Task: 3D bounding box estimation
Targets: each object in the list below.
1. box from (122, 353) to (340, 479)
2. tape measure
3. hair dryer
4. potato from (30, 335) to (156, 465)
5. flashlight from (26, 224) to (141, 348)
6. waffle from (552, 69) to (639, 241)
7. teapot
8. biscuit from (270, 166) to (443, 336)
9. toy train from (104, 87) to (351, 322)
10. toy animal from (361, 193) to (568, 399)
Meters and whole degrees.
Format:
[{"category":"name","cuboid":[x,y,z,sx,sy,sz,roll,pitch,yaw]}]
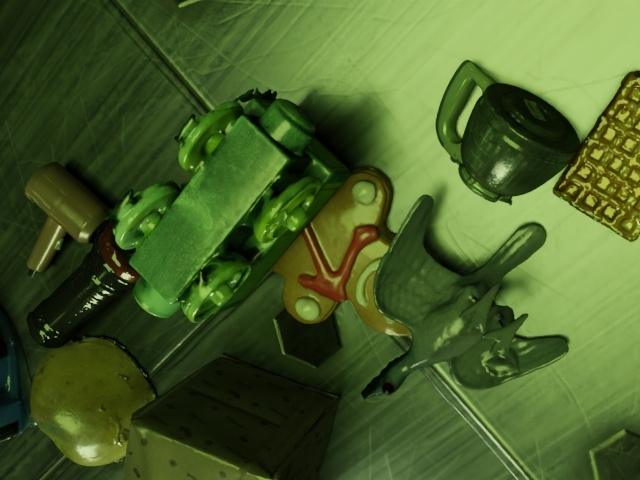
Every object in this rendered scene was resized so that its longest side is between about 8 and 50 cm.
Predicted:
[{"category":"box","cuboid":[-0.119,0.331,0.927,0.190,0.225,0.297,18,107,17]},{"category":"tape measure","cuboid":[-0.590,0.194,1.134,0.259,0.138,0.262,-2,102,21]},{"category":"hair dryer","cuboid":[-0.371,-0.009,1.044,0.117,0.064,0.182,41,122,7]},{"category":"potato","cuboid":[-0.347,0.240,1.061,0.202,0.117,0.182,48,118,4]},{"category":"flashlight","cuboid":[-0.319,0.070,1.028,0.232,0.093,0.093,-39,87,30]},{"category":"waffle","cuboid":[0.316,-0.085,0.750,0.102,0.042,0.148,32,112,10]},{"category":"teapot","cuboid":[0.178,-0.102,0.769,0.149,0.111,0.108,35,127,5]},{"category":"biscuit","cuboid":[0.000,0.000,0.898,0.339,0.047,0.216,36,114,11]},{"category":"toy train","cuboid":[-0.095,-0.034,0.803,0.159,0.188,0.272,44,107,10]},{"category":"toy animal","cuboid":[0.144,0.079,0.821,0.255,0.176,0.239,-46,103,-18]}]
